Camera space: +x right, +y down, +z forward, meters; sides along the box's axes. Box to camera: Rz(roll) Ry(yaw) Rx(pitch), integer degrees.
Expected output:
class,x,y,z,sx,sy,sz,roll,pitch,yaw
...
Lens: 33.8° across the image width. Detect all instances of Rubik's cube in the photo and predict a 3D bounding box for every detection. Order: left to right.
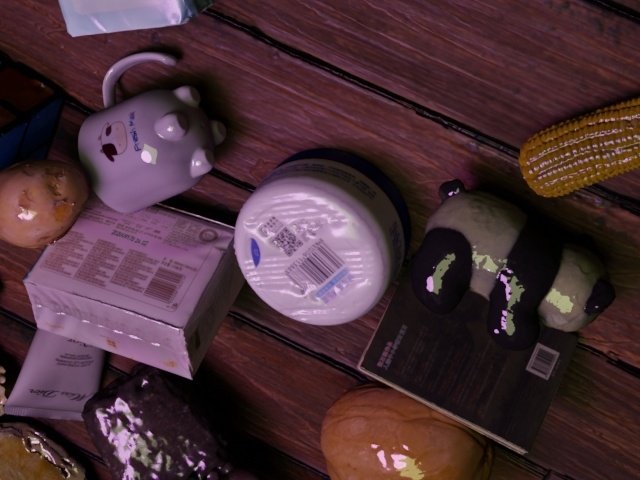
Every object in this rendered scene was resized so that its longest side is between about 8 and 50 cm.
class,x,y,z,sx,sy,sz,roll,pitch,yaw
Rubik's cube,-0.466,-0.142,1.363,0.180,0.183,0.167,30,124,3

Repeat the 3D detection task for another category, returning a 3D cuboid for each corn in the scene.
class,x,y,z,sx,sy,sz,roll,pitch,yaw
corn,0.319,-0.110,1.115,0.231,0.080,0.080,-20,109,31

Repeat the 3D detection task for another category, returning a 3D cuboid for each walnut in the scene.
class,x,y,z,sx,sy,sz,roll,pitch,yaw
walnut,0.109,0.268,1.355,0.225,0.193,0.193,1,118,21

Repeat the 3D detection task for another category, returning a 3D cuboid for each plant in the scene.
class,x,y,z,sx,sy,sz,roll,pitch,yaw
plant,-0.192,0.324,1.485,0.181,0.194,0.321,-36,95,0

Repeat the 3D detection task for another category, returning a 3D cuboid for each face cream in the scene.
class,x,y,z,sx,sy,sz,roll,pitch,yaw
face cream,-0.368,0.157,1.547,0.143,0.089,0.314,7,131,-22
face cream,0.000,0.000,1.292,0.206,0.111,0.206,11,121,19

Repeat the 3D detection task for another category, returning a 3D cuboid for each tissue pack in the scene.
class,x,y,z,sx,sy,sz,roll,pitch,yaw
tissue pack,-0.237,-0.374,1.194,0.177,0.089,0.263,-2,119,25
tissue pack,-0.232,0.048,1.362,0.225,0.185,0.124,16,141,14

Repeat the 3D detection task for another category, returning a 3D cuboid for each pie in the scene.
class,x,y,z,sx,sy,sz,roll,pitch,yaw
pie,-0.492,0.415,1.753,0.306,0.071,0.306,8,118,16

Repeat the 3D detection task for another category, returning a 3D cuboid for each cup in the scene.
class,x,y,z,sx,sy,sz,roll,pitch,yaw
cup,-0.199,-0.134,1.305,0.142,0.173,0.134,-20,140,28

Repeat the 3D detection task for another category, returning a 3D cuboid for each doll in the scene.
class,x,y,z,sx,sy,sz,roll,pitch,yaw
doll,0.217,0.034,1.203,0.234,0.143,0.135,29,119,5

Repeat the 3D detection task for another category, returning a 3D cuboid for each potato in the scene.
class,x,y,z,sx,sy,sz,roll,pitch,yaw
potato,-0.345,-0.045,1.277,0.178,0.118,0.109,-2,86,61

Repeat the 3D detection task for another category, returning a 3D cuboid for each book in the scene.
class,x,y,z,sx,sy,sz,roll,pitch,yaw
book,0.179,0.137,1.283,0.228,0.160,0.024,26,167,8

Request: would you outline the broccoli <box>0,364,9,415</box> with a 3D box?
class,x,y,z,sx,sy,sz,roll,pitch,yaw
broccoli,-0.603,0.155,1.552,0.348,0.293,0.281,38,88,-14
